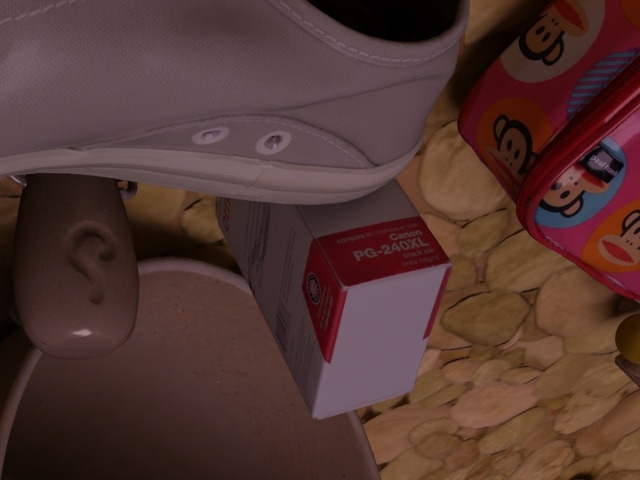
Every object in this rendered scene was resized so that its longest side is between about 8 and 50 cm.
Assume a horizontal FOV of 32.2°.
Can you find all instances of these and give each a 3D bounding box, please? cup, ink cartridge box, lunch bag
[{"bbox_3d":[-0.139,0.199,0.663,0.237,0.331,0.331,-19,149,32],"label":"cup"},{"bbox_3d":[0.000,0.000,0.595,0.063,0.150,0.109,-13,141,-21],"label":"ink cartridge box"},{"bbox_3d":[0.250,-0.082,0.667,0.258,0.120,0.293,-45,140,18],"label":"lunch bag"}]

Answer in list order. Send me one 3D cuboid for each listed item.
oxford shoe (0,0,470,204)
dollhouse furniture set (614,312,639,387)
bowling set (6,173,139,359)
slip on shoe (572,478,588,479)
[{"bbox_3d":[-0.118,-0.098,0.407,0.450,0.169,0.130,-1,140,-38],"label":"oxford shoe"},{"bbox_3d":[0.405,0.064,0.775,0.303,0.286,0.198,-31,143,-11],"label":"dollhouse furniture set"},{"bbox_3d":[-0.243,-0.003,0.495,0.287,0.154,0.200,10,149,-37],"label":"bowling set"},{"bbox_3d":[0.246,0.301,1.164,0.041,0.051,0.135,19,117,-39],"label":"slip on shoe"}]
